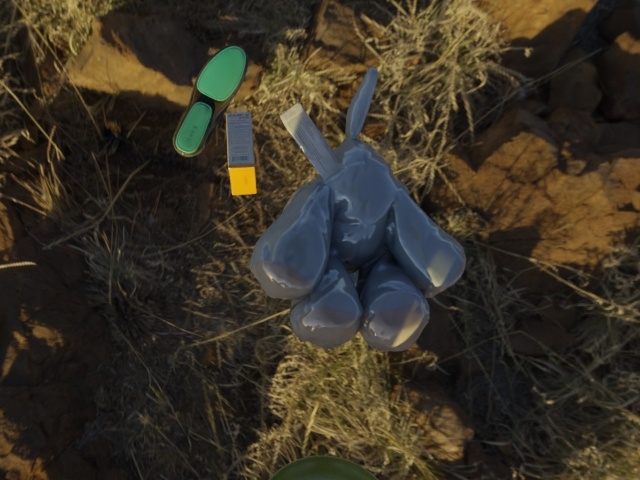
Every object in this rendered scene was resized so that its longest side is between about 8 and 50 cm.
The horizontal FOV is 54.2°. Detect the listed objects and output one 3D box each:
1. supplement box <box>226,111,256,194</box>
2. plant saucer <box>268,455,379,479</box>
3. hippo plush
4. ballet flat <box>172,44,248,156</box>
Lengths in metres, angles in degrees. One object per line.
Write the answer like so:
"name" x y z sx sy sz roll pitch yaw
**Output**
"supplement box" -0.110 -0.121 0.868 0.036 0.062 0.098 -4 58 -5
"plant saucer" 0.011 0.469 1.033 0.241 0.241 0.037 -5 127 -18
"hippo plush" 0.000 0.000 0.770 0.234 0.236 0.294 -31 95 -21
"ballet flat" -0.184 -0.231 1.046 0.074 0.074 0.203 28 90 -12
